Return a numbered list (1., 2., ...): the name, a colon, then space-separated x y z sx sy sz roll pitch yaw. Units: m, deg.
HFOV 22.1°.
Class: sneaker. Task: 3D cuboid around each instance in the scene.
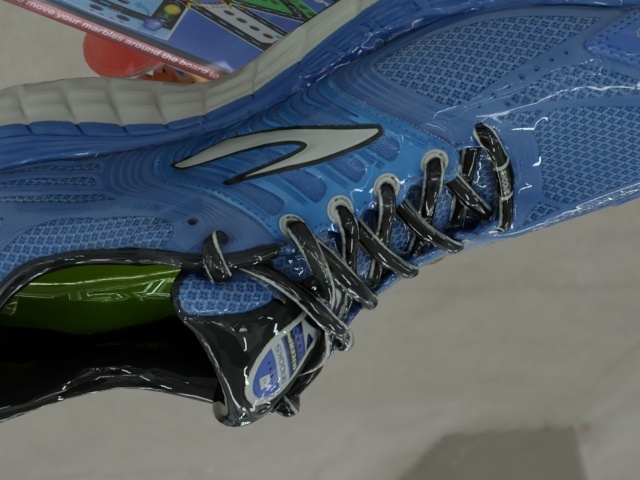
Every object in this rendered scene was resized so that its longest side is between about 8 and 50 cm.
1. sneaker: 0.000 0.000 0.608 0.330 0.147 0.130 -17 135 8

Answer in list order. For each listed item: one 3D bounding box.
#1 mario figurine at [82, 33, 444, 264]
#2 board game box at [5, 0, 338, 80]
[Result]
1. mario figurine: -0.046 -0.084 1.080 0.198 0.170 0.320 -2 151 44
2. board game box: -0.055 -0.127 0.660 0.281 0.027 0.145 19 142 -30
